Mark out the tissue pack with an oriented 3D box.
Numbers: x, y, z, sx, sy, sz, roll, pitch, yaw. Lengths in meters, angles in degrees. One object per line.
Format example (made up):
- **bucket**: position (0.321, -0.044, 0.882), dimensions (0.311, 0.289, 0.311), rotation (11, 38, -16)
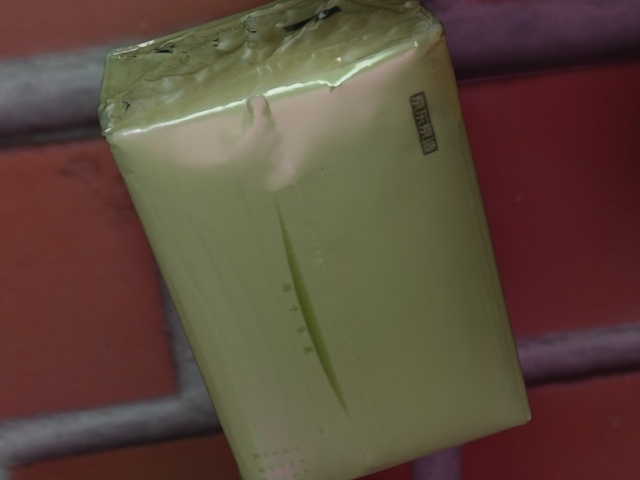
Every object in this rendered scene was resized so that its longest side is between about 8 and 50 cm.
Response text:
- **tissue pack**: position (0.000, 0.000, 0.626), dimensions (0.159, 0.125, 0.234), rotation (-17, 120, -1)
